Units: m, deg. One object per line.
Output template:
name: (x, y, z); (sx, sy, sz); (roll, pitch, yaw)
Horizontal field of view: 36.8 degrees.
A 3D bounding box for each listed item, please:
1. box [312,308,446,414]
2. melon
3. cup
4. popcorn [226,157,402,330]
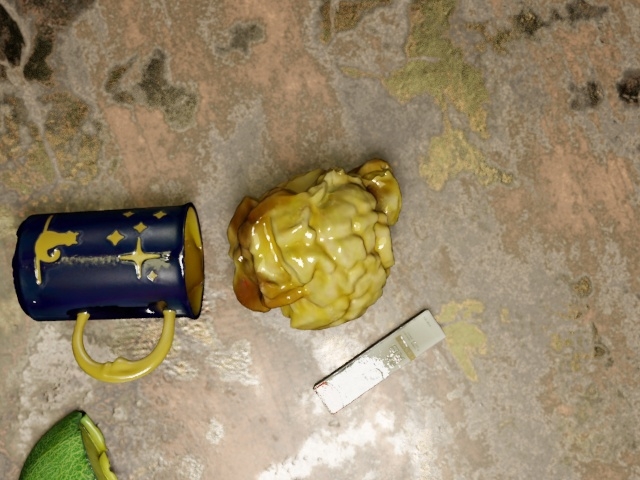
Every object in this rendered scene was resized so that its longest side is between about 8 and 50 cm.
box: (0.091, 0.187, 1.495); (0.218, 0.039, 0.055); (-35, 87, -3)
melon: (-0.374, 0.408, 1.433); (0.169, 0.129, 0.265); (-30, 86, 0)
cup: (-0.313, 0.060, 1.409); (0.256, 0.255, 0.178); (-3, 124, 1)
popcorn: (0.000, 0.000, 1.417); (0.332, 0.265, 0.225); (-42, 107, -42)
